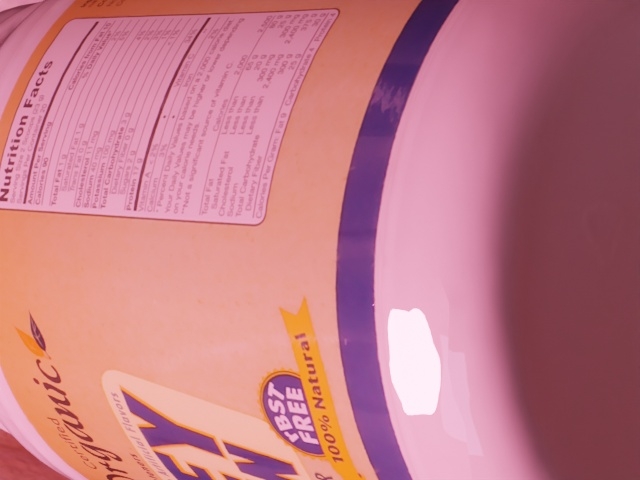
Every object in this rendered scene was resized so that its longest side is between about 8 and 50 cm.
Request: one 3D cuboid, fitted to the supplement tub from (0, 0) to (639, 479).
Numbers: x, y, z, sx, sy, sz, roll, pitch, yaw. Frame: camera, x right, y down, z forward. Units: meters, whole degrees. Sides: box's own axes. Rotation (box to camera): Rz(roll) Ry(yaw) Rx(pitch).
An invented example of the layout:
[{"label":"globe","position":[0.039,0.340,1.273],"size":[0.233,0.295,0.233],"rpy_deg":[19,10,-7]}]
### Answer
[{"label":"supplement tub","position":[0.000,0.000,0.729],"size":[0.316,0.228,0.228],"rpy_deg":[4,141,42]}]
